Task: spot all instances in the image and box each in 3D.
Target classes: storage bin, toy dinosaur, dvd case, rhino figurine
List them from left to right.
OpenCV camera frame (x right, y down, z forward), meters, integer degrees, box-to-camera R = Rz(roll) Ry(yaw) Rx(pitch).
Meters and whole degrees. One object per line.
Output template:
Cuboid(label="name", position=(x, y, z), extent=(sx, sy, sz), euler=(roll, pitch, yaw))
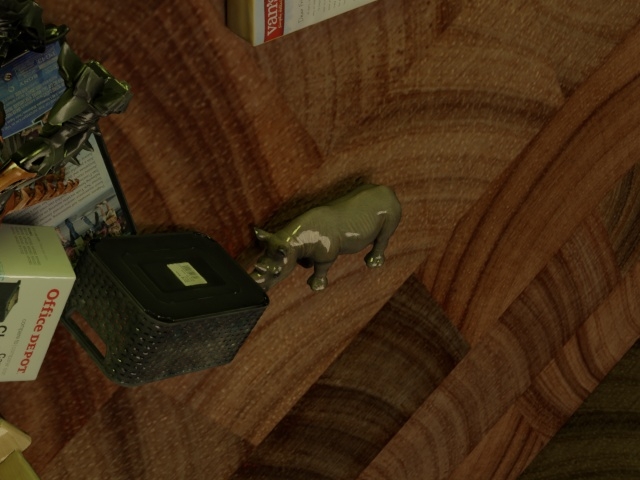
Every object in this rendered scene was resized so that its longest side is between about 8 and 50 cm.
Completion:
Cuboid(label="toy dinosaur", position=(-0.262, -0.077, 0.712), extent=(0.218, 0.164, 0.322), euler=(-48, -172, 4))
Cuboid(label="dvd case", position=(-0.267, -0.045, 0.869), extent=(0.180, 0.022, 0.253), euler=(-36, 143, -22))
Cuboid(label="storage bin", position=(-0.153, 0.062, 0.985), extent=(0.180, 0.122, 0.084), euler=(-6, 135, -55))
Cuboid(label="rhino figurine", position=(0.000, 0.000, 1.172), extent=(0.243, 0.073, 0.106), euler=(-22, 140, -34))

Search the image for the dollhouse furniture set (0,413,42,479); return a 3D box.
Cuboid(label="dollhouse furniture set", position=(-0.429, 0.231, 0.808), extent=(0.303, 0.174, 0.355), euler=(-45, 146, -9))

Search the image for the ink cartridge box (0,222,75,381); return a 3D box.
Cuboid(label="ink cartridge box", position=(-0.310, 0.052, 0.827), extent=(0.175, 0.072, 0.127), euler=(3, 126, -38))

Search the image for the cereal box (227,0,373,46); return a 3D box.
Cuboid(label="cereal box", position=(0.018, -0.299, 0.932), extent=(0.240, 0.047, 0.173), euler=(-27, 139, -30))
